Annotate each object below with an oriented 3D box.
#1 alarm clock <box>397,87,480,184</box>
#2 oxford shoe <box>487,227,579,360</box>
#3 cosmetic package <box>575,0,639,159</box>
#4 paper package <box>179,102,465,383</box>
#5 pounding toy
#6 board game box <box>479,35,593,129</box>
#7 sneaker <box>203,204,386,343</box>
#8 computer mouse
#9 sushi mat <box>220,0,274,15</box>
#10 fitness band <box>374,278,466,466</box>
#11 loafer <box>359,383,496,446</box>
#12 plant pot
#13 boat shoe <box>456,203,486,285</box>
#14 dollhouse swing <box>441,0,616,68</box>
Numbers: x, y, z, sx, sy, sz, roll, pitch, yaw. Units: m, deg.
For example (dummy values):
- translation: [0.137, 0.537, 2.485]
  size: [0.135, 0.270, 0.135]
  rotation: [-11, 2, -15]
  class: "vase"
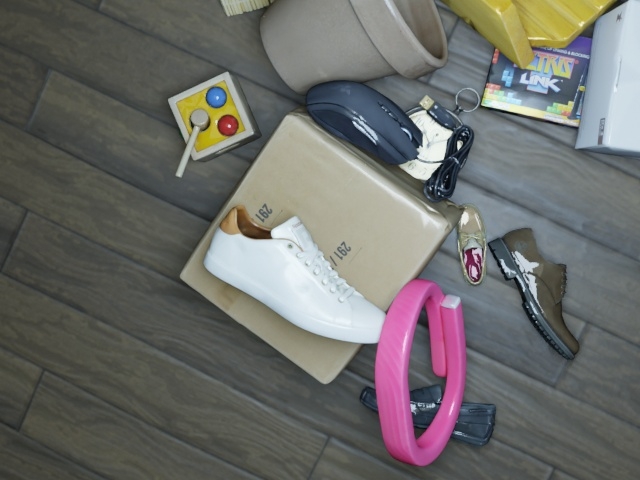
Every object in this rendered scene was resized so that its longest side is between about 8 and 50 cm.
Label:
- translation: [0.187, -0.166, 1.410]
  size: [0.129, 0.064, 0.192]
  rotation: [41, 100, 4]
  class: "alarm clock"
- translation: [0.362, 0.083, 1.393]
  size: [0.096, 0.083, 0.227]
  rotation: [-28, 90, 3]
  class: "oxford shoe"
- translation: [0.596, -0.211, 1.293]
  size: [0.385, 0.156, 0.217]
  rotation: [10, 93, 0]
  class: "cosmetic package"
- translation: [0.000, 0.000, 1.361]
  size: [0.309, 0.168, 0.324]
  rotation: [36, 109, 5]
  class: "paper package"
- translation: [-0.185, -0.187, 1.435]
  size: [0.141, 0.100, 0.130]
  rotation: [-23, 89, 7]
  class: "pounding toy"
- translation: [0.354, -0.262, 1.394]
  size: [0.170, 0.048, 0.141]
  rotation: [13, 95, 6]
  class: "board game box"
- translation: [-0.023, 0.043, 1.231]
  size: [0.290, 0.106, 0.123]
  rotation: [26, 109, 10]
  class: "sneaker"
- translation: [0.118, -0.187, 1.305]
  size: [0.262, 0.184, 0.060]
  rotation: [35, 138, 2]
  class: "computer mouse"
- translation: [-0.130, -0.510, 1.364]
  size: [0.152, 0.019, 0.316]
  rotation: [-17, 129, 5]
  class: "sushi mat"
- translation: [0.151, 0.196, 1.284]
  size: [0.054, 0.209, 0.290]
  rotation: [9, 126, 29]
  class: "fitness band"
- translation: [0.176, 0.270, 1.430]
  size: [0.223, 0.076, 0.078]
  rotation: [16, 89, 1]
  class: "loafer"
- translation: [0.039, -0.335, 1.349]
  size: [0.229, 0.263, 0.263]
  rotation: [-25, 89, 25]
  class: "plant pot"
- translation: [0.248, 0.008, 1.420]
  size: [0.050, 0.045, 0.135]
  rotation: [-9, 91, 7]
  class: "boat shoe"
- translation: [0.310, -0.506, 1.221]
  size: [0.347, 0.305, 0.315]
  rotation: [-42, 70, -3]
  class: "dollhouse swing"
